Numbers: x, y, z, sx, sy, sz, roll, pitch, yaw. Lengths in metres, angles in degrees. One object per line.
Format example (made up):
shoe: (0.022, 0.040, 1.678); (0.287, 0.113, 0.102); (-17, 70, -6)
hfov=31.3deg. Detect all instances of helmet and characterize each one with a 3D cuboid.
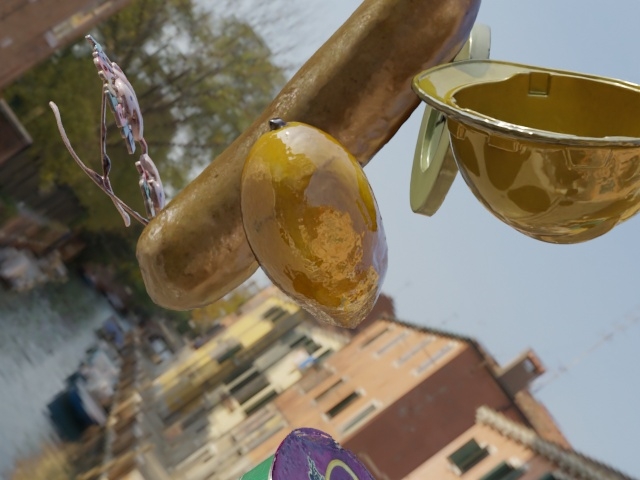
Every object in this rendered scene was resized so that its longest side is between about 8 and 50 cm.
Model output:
helmet: (0.206, -0.071, 1.050); (0.257, 0.205, 0.140); (19, -61, 36)

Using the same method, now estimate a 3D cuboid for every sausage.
sausage: (-0.006, -0.115, 1.210); (0.123, 0.501, 0.136); (50, 9, 34)

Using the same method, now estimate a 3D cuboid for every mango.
mango: (0.000, 0.000, 0.952); (0.227, 0.109, 0.147); (68, 0, -50)

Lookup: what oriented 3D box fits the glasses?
glasses: (-0.238, -0.103, 1.300); (0.162, 0.095, 0.255); (-156, -133, -76)

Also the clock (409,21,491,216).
clock: (0.150, -0.141, 1.332); (0.029, 0.234, 0.235); (14, -6, -5)

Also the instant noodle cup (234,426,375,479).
instant noodle cup: (-0.044, 0.318, 1.013); (0.251, 0.190, 0.251); (49, 22, -28)
